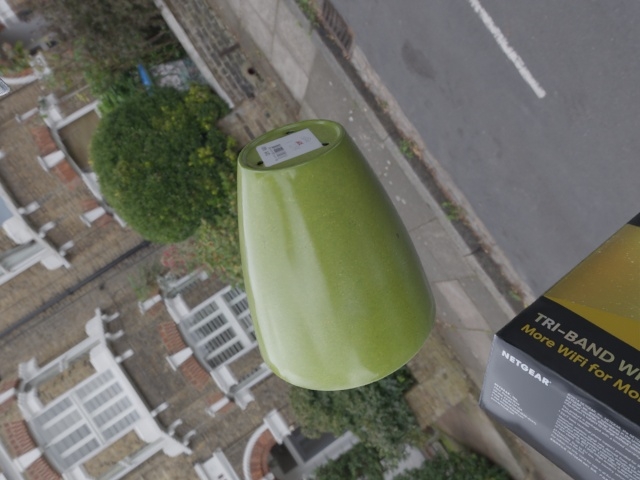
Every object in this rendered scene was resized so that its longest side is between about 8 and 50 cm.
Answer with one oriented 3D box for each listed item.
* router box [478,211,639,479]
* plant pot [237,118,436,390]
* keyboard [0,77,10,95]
[{"bbox_3d":[0.298,0.105,0.306,0.309,0.243,0.081,34,140,38],"label":"router box"},{"bbox_3d":[0.000,0.000,0.697,0.275,0.275,0.293,45,157,53],"label":"plant pot"},{"bbox_3d":[-0.292,-0.146,0.305,0.256,0.072,0.014,88,158,-74],"label":"keyboard"}]
